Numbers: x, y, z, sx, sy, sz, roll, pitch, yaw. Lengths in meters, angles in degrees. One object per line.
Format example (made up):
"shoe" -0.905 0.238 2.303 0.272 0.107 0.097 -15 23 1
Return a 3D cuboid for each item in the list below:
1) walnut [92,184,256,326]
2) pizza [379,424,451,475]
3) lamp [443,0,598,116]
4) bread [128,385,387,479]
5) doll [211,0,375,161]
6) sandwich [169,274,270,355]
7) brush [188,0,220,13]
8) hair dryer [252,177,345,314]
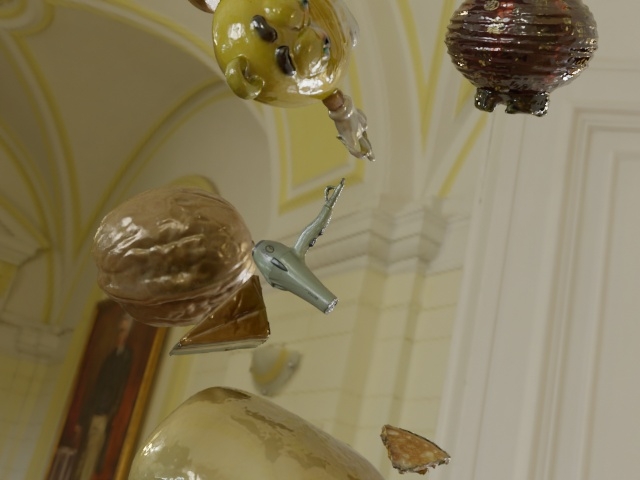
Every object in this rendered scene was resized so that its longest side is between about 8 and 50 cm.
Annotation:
"walnut" -0.284 0.034 1.702 0.313 0.251 0.277 -16 -31 -2
"pizza" 0.090 0.231 0.931 0.083 0.025 0.078 24 25 25
"lamp" 0.310 -0.310 1.365 0.247 0.246 0.247 11 -21 4
"bread" -0.072 0.368 1.213 0.376 0.253 0.348 17 -23 43
"doll" -0.024 -0.302 1.276 0.161 0.423 0.348 -24 -37 27
"sandwich" -0.178 0.126 1.466 0.163 0.113 0.079 -4 -19 -23
"brush" -0.204 -0.531 1.491 0.166 0.174 0.266 38 -28 19
"hair dryer" 0.005 0.019 1.367 0.167 0.199 0.067 53 5 24
